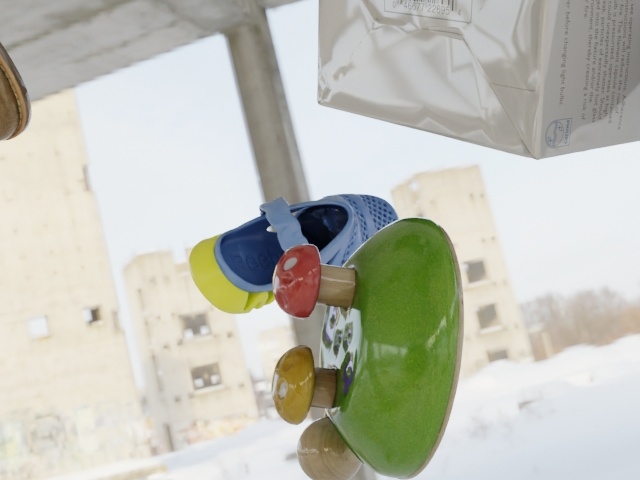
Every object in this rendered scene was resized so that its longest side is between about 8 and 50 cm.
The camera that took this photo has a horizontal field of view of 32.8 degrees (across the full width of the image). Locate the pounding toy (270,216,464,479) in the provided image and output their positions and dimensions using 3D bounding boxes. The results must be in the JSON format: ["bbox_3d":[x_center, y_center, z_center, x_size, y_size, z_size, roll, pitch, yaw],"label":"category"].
[{"bbox_3d":[0.008,0.077,0.776,0.110,0.183,0.237,8,-21,-14],"label":"pounding toy"}]

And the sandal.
[{"bbox_3d":[0.000,0.000,1.299,0.317,0.126,0.138,-19,-16,-48],"label":"sandal"}]

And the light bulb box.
[{"bbox_3d":[0.241,-0.247,1.222,0.361,0.225,0.358,-12,22,-36],"label":"light bulb box"}]

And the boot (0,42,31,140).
[{"bbox_3d":[-0.373,-0.181,0.906,0.112,0.305,0.115,-22,31,32],"label":"boot"}]
